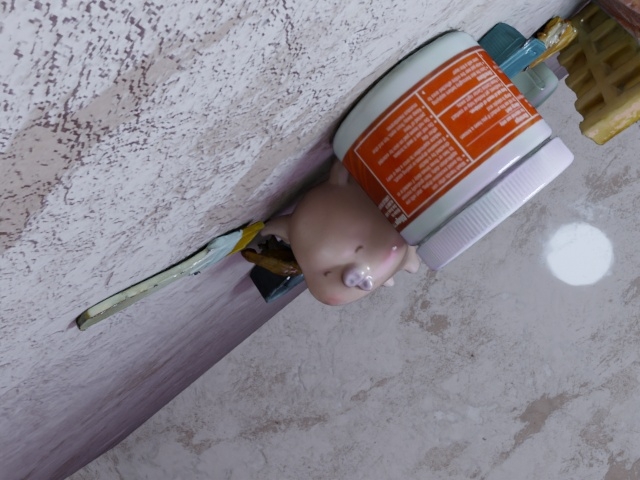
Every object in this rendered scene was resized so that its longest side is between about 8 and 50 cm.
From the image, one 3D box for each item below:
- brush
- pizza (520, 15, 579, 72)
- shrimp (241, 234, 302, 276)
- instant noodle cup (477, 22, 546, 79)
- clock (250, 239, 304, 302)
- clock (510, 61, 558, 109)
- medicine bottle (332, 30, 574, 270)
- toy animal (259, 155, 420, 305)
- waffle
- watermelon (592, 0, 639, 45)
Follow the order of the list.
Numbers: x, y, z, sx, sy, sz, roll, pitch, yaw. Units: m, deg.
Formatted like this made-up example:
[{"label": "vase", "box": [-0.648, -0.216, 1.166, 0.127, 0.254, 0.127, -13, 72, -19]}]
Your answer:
[{"label": "brush", "box": [-0.204, 0.045, 0.991, 0.336, 0.020, 0.085, -31, 171, -49]}, {"label": "pizza", "box": [0.478, -0.422, 1.480, 0.182, 0.063, 0.161, -32, 179, -18]}, {"label": "shrimp", "box": [-0.100, 0.020, 1.322, 0.066, 0.117, 0.262, -66, -161, -4]}, {"label": "instant noodle cup", "box": [0.290, -0.299, 1.176, 0.157, 0.070, 0.179, -40, 175, 25]}, {"label": "clock", "box": [0.000, 0.000, 1.637, 0.386, 0.076, 0.386, -39, 175, -4]}, {"label": "clock", "box": [0.451, -0.319, 1.821, 0.265, 0.109, 0.324, -39, 175, -14]}, {"label": "medicine bottle", "box": [0.179, -0.124, 0.985, 0.252, 0.241, 0.252, -38, 173, -5]}, {"label": "toy animal", "box": [0.067, -0.028, 1.212, 0.237, 0.269, 0.326, -41, -154, 28]}, {"label": "waffle", "box": [0.655, -0.415, 1.483, 0.077, 0.349, 0.304, 20, 138, -31]}, {"label": "watermelon", "box": [0.620, -0.479, 1.335, 0.175, 0.260, 0.256, -24, 153, -17]}]
